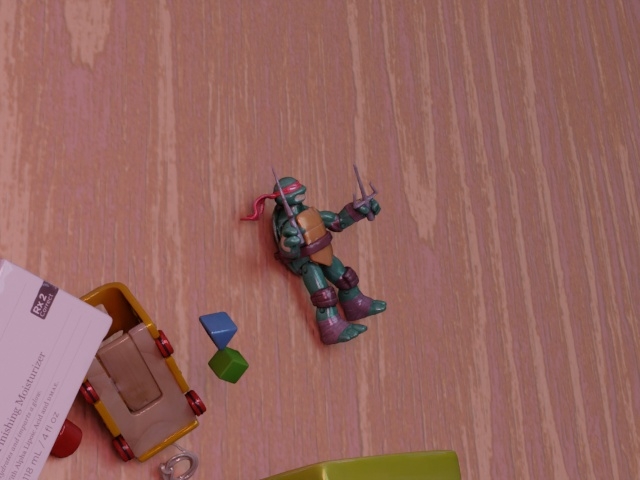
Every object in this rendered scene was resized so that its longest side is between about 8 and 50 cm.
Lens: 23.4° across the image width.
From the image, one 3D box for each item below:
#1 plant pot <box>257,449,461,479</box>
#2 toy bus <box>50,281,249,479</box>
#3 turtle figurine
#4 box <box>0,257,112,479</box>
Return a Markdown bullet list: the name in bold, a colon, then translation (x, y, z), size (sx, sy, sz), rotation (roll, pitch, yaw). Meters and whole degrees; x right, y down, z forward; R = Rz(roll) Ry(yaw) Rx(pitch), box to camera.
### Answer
- **plant pot**: translation (0.013, 0.340, 1.563), size (0.227, 0.228, 0.207), rotation (3, 70, -49)
- **toy bus**: translation (-0.192, 0.136, 1.555), size (0.191, 0.202, 0.104), rotation (8, 28, -39)
- **turtle figurine**: translation (0.000, 0.000, 1.878), size (0.175, 0.118, 0.234), rotation (-34, 108, -40)
- **box**: translation (-0.300, 0.118, 1.332), size (0.119, 0.182, 0.181), rotation (32, 72, -31)
